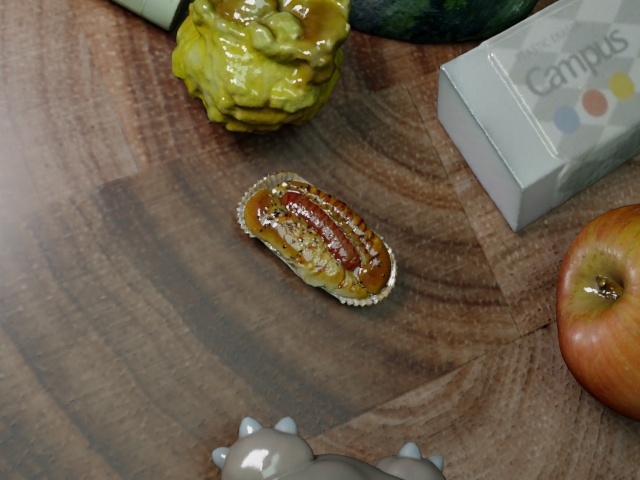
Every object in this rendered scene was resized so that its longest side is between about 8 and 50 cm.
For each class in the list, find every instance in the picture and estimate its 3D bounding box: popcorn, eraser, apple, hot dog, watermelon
[{"bbox_3d":[-0.061,-0.207,0.890,0.198,0.155,0.197,0,82,-2],"label":"popcorn"},{"bbox_3d":[0.341,-0.197,1.027,0.397,0.082,0.213,-30,85,-19],"label":"eraser"},{"bbox_3d":[0.390,0.083,0.911,0.241,0.242,0.242,20,73,-23],"label":"apple"},{"bbox_3d":[0.000,0.000,0.908,0.192,0.053,0.099,38,75,-1],"label":"hot dog"},{"bbox_3d":[0.107,-0.392,0.961,0.250,0.283,0.292,-27,59,-33],"label":"watermelon"}]

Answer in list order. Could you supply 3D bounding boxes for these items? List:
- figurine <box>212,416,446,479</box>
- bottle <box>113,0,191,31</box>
[{"bbox_3d":[-0.007,0.358,0.746,0.248,0.203,0.380,16,75,-14],"label":"figurine"},{"bbox_3d":[-0.237,-0.307,0.908,0.201,0.072,0.072,29,72,-7],"label":"bottle"}]
